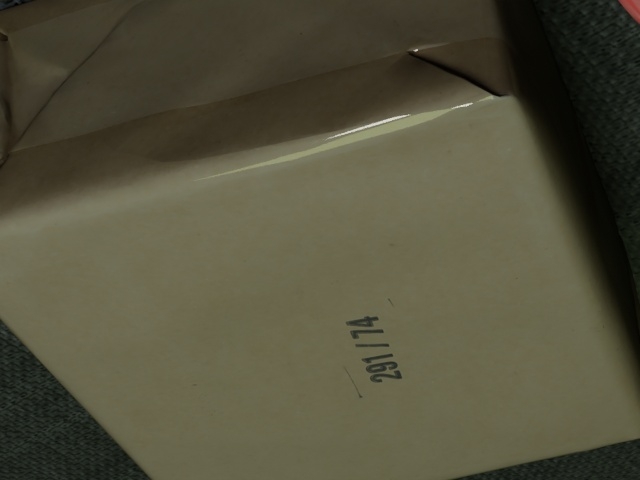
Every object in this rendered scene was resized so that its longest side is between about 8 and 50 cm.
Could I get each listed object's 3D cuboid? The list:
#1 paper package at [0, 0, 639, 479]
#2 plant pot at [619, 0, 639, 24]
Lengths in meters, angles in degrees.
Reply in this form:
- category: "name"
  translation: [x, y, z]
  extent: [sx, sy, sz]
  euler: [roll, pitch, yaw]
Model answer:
- category: "paper package"
  translation: [0.000, 0.000, 0.865]
  extent: [0.309, 0.168, 0.325]
  euler: [-15, 140, 14]
- category: "plant pot"
  translation: [0.211, -0.222, 0.547]
  extent: [0.275, 0.243, 0.275]
  euler: [-2, 140, -1]
